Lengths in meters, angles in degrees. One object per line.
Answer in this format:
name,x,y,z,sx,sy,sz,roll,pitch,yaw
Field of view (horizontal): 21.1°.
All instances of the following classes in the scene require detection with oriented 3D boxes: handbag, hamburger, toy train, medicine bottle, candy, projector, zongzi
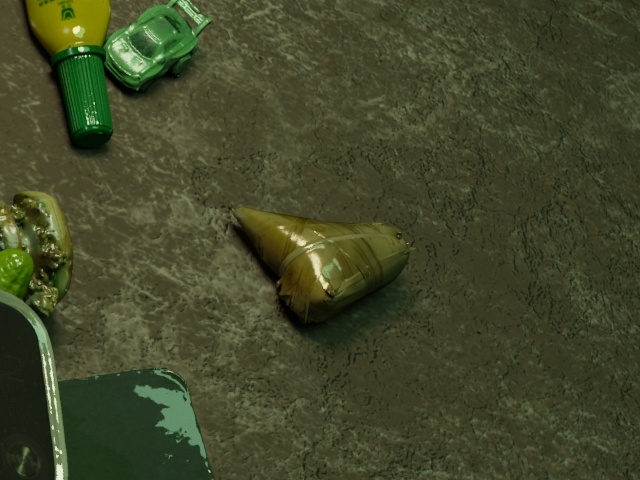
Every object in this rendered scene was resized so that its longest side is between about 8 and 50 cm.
handbag,-0.235,0.279,1.922,0.247,0.079,0.260,-4,61,-32
hamburger,-0.346,0.024,1.985,0.131,0.159,0.185,-2,40,-35
toy train,-0.224,-0.268,2.317,0.099,0.081,0.149,47,47,5
medicine bottle,-0.323,-0.265,2.256,0.111,0.076,0.309,-14,65,2
candy,-0.389,0.081,1.884,0.097,0.209,0.097,41,22,-21
projector,-0.428,0.196,1.711,0.248,0.249,0.249,18,49,-43
zongzi,0.000,0.000,2.257,0.194,0.099,0.197,-24,65,-40
